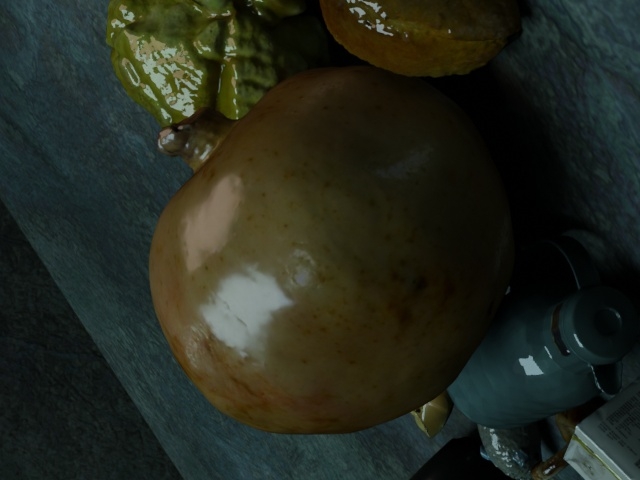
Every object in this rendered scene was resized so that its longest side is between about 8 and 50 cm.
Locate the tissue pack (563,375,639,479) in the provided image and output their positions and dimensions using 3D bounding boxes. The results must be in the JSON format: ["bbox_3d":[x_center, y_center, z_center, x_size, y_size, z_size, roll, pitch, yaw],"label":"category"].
[{"bbox_3d":[0.353,0.241,2.028,0.149,0.106,0.099,46,156,22],"label":"tissue pack"}]

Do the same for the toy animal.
[{"bbox_3d":[0.198,0.184,2.300,0.070,0.079,0.253,-29,97,46],"label":"toy animal"}]

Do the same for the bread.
[{"bbox_3d":[0.065,-0.252,1.854,0.260,0.134,0.129,47,147,27],"label":"bread"}]

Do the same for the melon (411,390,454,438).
[{"bbox_3d":[0.123,0.166,2.447,0.160,0.079,0.128,55,176,-2],"label":"melon"}]

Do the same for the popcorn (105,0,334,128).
[{"bbox_3d":[-0.111,-0.220,2.157,0.270,0.224,0.258,-6,119,43],"label":"popcorn"}]

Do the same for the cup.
[{"bbox_3d":[0.195,0.358,2.485,0.176,0.169,0.223,43,-169,10],"label":"cup"}]

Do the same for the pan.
[{"bbox_3d":[0.144,-0.185,1.948,0.136,0.028,0.235,54,158,-1],"label":"pan"}]

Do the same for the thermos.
[{"bbox_3d":[0.242,0.098,2.025,0.286,0.145,0.182,141,121,-66],"label":"thermos"}]

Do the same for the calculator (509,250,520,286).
[{"bbox_3d":[0.160,-0.036,2.126,0.126,0.034,0.190,25,143,54],"label":"calculator"}]

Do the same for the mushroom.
[{"bbox_3d":[0.292,0.231,2.170,0.088,0.073,0.129,45,126,-12],"label":"mushroom"}]

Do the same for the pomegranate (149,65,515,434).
[{"bbox_3d":[0.000,0.000,1.965,0.411,0.411,0.411,44,156,26],"label":"pomegranate"}]
